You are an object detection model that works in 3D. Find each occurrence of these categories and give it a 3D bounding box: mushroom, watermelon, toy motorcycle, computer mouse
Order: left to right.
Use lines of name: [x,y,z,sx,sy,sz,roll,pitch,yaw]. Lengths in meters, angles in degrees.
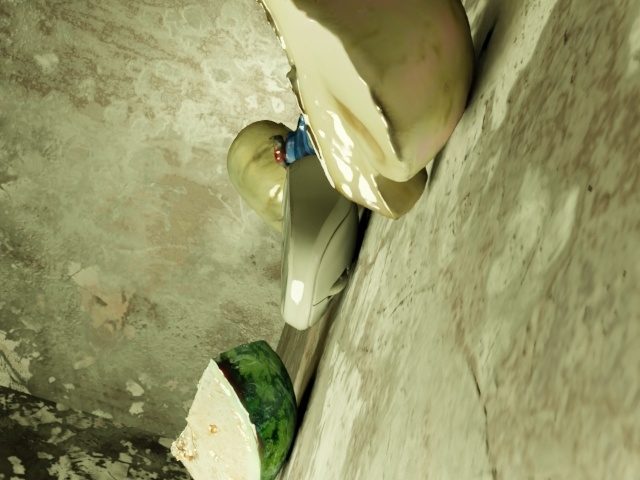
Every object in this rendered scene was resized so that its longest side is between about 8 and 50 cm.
watermelon: [-0.123,0.271,1.235,0.305,0.180,0.224,113,161,-44]
mushroom: [-0.026,-0.176,1.782,0.336,0.314,0.314,-42,7,7]
computer mouse: [0.000,0.000,1.234,0.296,0.121,0.184,-97,15,-53]
toy motorcycle: [0.029,-0.137,1.475,0.182,0.241,0.319,-31,-1,4]
mushroom: [0.078,-0.142,0.674,0.162,0.173,0.236,39,160,49]
